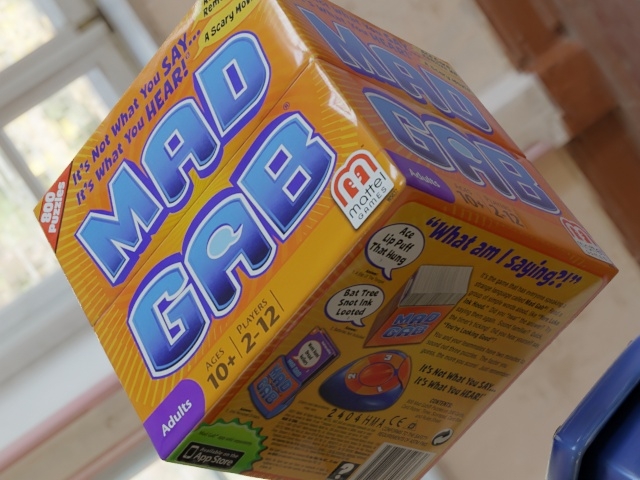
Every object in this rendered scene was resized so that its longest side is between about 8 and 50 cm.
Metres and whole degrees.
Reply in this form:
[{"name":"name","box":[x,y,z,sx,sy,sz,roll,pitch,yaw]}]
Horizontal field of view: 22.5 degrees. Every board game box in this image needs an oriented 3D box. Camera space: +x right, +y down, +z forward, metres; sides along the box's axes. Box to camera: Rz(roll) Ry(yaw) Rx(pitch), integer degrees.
[{"name":"board game box","box":[0.000,0.000,1.635,0.356,0.356,0.356,20,-151,-47]}]

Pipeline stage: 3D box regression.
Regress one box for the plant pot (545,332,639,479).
[{"name":"plant pot","box":[0.338,0.231,1.507,0.212,0.236,0.236,27,140,25]}]
